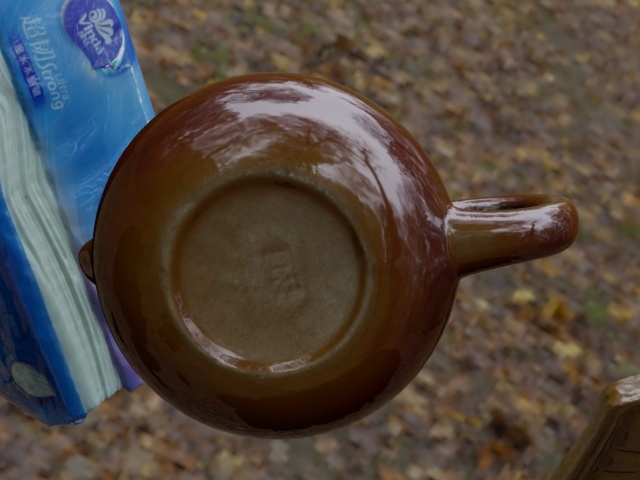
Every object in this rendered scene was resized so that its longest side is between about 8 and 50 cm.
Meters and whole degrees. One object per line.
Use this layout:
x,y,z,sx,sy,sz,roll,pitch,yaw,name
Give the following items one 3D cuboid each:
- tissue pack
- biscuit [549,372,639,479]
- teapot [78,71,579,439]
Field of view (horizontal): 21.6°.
-0.192,-0.043,1.026,0.146,0.263,0.198,-31,28,-32,tissue pack
0.270,0.137,1.122,0.215,0.182,0.034,-1,52,-18,biscuit
0.000,0.000,0.829,0.252,0.178,0.135,-7,15,3,teapot
